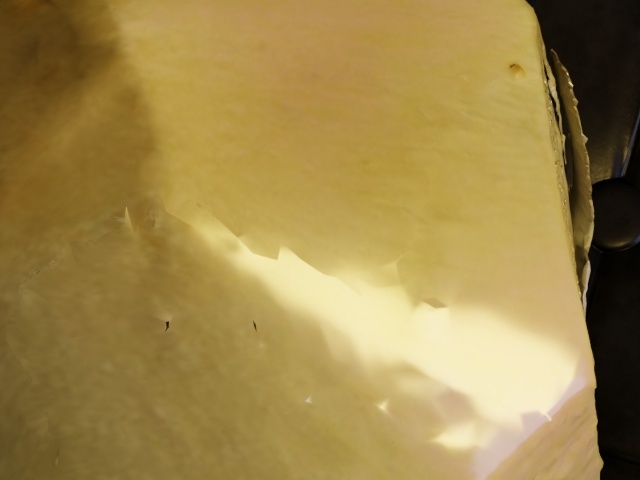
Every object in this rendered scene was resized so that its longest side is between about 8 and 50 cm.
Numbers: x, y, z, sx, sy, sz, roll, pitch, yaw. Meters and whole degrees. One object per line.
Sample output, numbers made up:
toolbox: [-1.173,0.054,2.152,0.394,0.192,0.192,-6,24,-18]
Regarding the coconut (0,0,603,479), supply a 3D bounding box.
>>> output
coconut: [-0.060,0.031,0.480,0.352,0.353,0.352,16,90,-78]
